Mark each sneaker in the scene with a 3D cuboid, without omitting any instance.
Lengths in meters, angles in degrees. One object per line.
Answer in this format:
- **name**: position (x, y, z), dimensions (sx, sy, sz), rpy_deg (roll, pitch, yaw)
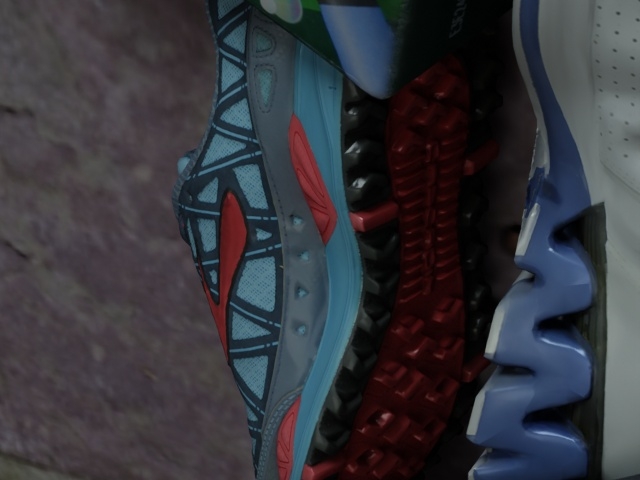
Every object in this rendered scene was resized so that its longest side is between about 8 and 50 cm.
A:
- **sneaker**: position (0.158, -0.018, 0.480), dimensions (0.182, 0.127, 0.315), rpy_deg (16, 127, 20)
- **sneaker**: position (0.000, 0.000, 0.608), dimensions (0.125, 0.104, 0.262), rpy_deg (29, 125, 39)

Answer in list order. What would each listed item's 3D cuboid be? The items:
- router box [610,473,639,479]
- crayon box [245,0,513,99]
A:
- **router box**: position (0.131, 0.195, 0.543), dimensions (0.243, 0.081, 0.309), rpy_deg (44, 139, -20)
- **crayon box**: position (-0.062, -0.215, 0.459), dimensions (0.323, 0.083, 0.203), rpy_deg (39, 149, 22)
